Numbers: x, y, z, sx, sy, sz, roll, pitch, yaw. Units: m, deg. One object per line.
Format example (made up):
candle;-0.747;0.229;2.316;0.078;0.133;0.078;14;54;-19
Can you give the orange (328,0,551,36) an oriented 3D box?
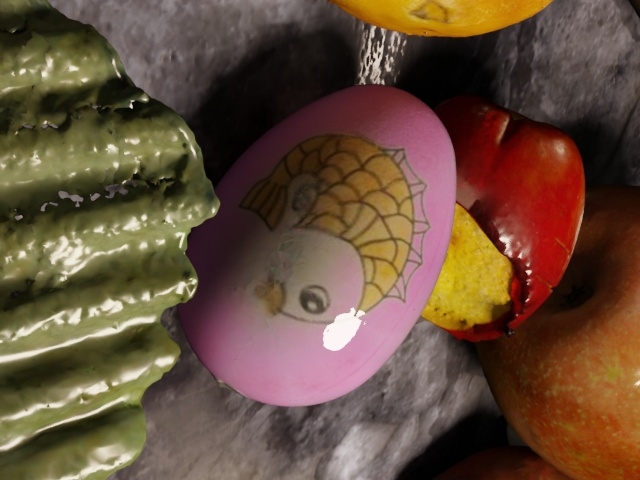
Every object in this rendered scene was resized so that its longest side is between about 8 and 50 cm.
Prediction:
orange;0.082;-0.256;0.743;0.240;0.240;0.240;-26;131;-34

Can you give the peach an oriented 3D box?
peach;0.142;-0.014;1.001;0.190;0.196;0.226;17;101;-16

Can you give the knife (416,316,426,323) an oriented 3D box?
knife;0.054;0.056;1.084;0.060;0.028;0.230;-52;145;11

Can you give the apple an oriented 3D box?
apple;0.312;0.097;1.158;0.277;0.319;0.319;31;90;-31

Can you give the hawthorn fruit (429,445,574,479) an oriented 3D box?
hawthorn fruit;0.230;0.406;1.285;0.308;0.308;0.324;-33;146;-29

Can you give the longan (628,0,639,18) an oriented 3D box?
longan;0.452;-0.271;1.052;0.361;0.361;0.360;-26;131;-34

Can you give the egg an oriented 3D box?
egg;0.000;0.000;0.859;0.196;0.196;0.271;45;61;-50

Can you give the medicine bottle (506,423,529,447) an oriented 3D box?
medicine bottle;0.349;0.292;1.474;0.161;0.111;0.296;-45;140;-16

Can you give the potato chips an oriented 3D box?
potato chips;-0.237;0.033;0.578;0.389;0.097;0.373;-42;110;-28
